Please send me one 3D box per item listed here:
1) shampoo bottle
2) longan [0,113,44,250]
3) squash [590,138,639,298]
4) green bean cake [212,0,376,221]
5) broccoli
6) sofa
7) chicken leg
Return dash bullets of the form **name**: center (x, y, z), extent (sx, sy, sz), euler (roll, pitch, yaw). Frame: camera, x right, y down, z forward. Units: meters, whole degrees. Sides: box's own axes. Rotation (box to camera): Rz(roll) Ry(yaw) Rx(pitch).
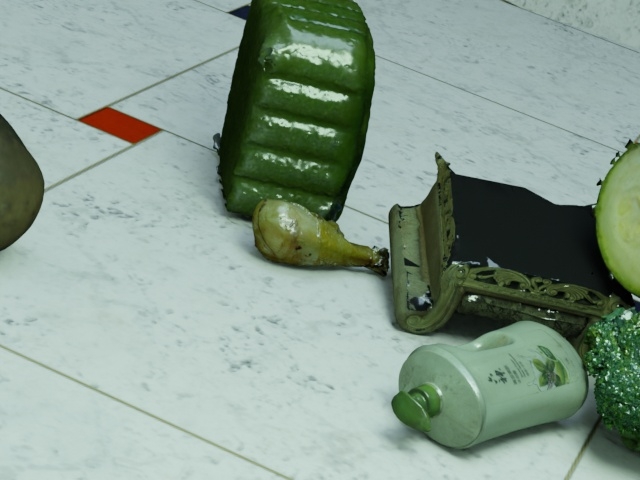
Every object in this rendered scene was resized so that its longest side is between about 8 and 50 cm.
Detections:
- **shampoo bottle**: center (0.155, 0.144, 1.728), extent (0.234, 0.087, 0.118), euler (-9, 43, -47)
- **longan**: center (-0.368, -0.066, 1.757), extent (0.187, 0.167, 0.167), euler (36, 20, -11)
- **squash**: center (0.431, -0.011, 1.889), extent (0.261, 0.189, 0.189), euler (7, 23, -43)
- **green bean cake**: center (-0.028, -0.163, 2.098), extent (0.156, 0.249, 0.247), euler (12, 22, -11)
- **broccoli**: center (0.346, 0.143, 1.765), extent (0.195, 0.156, 0.195), euler (16, 47, -18)
- **sofa**: center (0.207, 0.044, 1.962), extent (0.258, 0.182, 0.200), euler (12, 40, -13)
- **chicken leg**: center (0.000, 0.000, 1.992), extent (0.178, 0.070, 0.093), euler (16, 15, -22)
